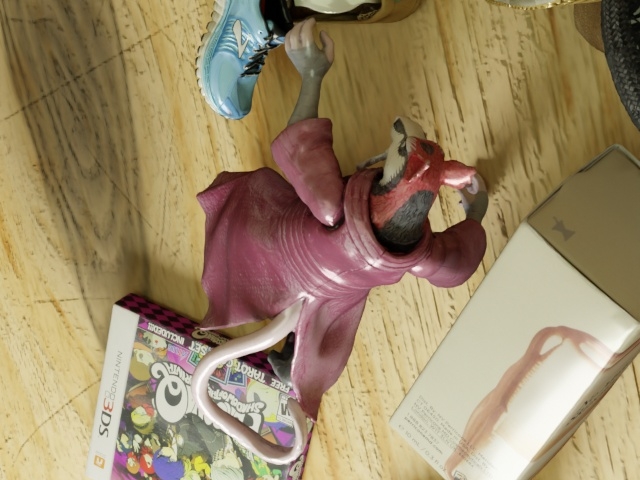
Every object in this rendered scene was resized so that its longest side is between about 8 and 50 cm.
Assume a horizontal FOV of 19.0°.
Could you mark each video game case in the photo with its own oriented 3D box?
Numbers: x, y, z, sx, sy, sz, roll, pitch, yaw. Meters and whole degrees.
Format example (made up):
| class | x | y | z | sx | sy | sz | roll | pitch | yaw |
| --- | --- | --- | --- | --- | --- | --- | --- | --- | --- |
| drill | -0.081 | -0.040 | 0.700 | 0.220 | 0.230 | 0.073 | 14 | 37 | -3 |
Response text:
| class | x | y | z | sx | sy | sz | roll | pitch | yaw |
| --- | --- | --- | --- | --- | --- | --- | --- | --- | --- |
| video game case | -0.121 | 0.189 | 1.921 | 0.232 | 0.042 | 0.210 | 23 | 117 | 21 |

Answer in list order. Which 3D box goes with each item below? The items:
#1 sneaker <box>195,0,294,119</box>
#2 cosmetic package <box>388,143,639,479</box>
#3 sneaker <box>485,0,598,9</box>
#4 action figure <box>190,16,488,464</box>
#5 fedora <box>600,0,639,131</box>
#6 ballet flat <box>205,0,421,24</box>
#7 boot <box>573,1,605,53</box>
| class | x | y | z | sx | sy | sz | roll | pitch | yaw |
| --- | --- | --- | --- | --- | --- | --- | --- | --- | --- |
| sneaker | -0.061 | -0.176 | 1.673 | 0.073 | 0.063 | 0.162 | 24 | 121 | 24 |
| cosmetic package | 0.193 | 0.080 | 1.599 | 0.129 | 0.153 | 0.296 | 43 | 139 | 13 |
| sneaker | 0.177 | -0.233 | 1.549 | 0.185 | 0.069 | 0.084 | -158 | 61 | -69 |
| action figure | 0.000 | 0.000 | 1.639 | 0.248 | 0.276 | 0.370 | 33 | 154 | -13 |
| fedora | 0.368 | -0.186 | 1.424 | 0.334 | 0.152 | 0.334 | 0 | 90 | 17 |
| ballet flat | -0.022 | -0.228 | 1.709 | 0.232 | 0.073 | 0.080 | 2 | 109 | 29 |
| boot | 0.261 | -0.285 | 1.518 | 0.115 | 0.112 | 0.305 | 20 | 117 | 36 |
